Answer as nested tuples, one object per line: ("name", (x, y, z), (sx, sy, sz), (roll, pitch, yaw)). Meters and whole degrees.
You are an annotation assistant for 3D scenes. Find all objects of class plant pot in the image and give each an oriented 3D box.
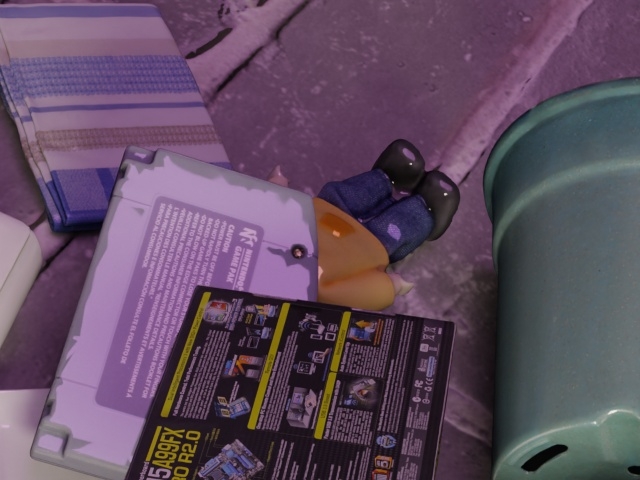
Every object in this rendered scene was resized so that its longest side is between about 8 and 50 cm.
("plant pot", (0.295, 0.092, 1.645), (0.341, 0.341, 0.334), (17, 52, -8))

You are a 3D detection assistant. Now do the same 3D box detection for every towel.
("towel", (-0.207, -0.125, 1.818), (0.209, 0.034, 0.285), (-6, 54, -30))

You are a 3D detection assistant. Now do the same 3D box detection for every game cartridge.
("game cartridge", (-0.108, 0.074, 1.568), (0.198, 0.062, 0.297), (19, 61, -9))

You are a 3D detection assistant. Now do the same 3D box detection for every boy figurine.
("boy figurine", (0.000, 0.000, 1.751), (0.177, 0.092, 0.285), (46, 46, 16))

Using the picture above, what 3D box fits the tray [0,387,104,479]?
("tray", (-0.196, 0.234, 1.491), (0.145, 0.030, 0.270), (-1, 50, -23))

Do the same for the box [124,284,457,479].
("box", (-0.017, 0.143, 1.402), (0.216, 0.060, 0.270), (7, 33, 5))

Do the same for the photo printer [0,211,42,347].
("photo printer", (-0.392, 0.079, 1.481), (0.256, 0.107, 0.307), (20, 48, 2))
